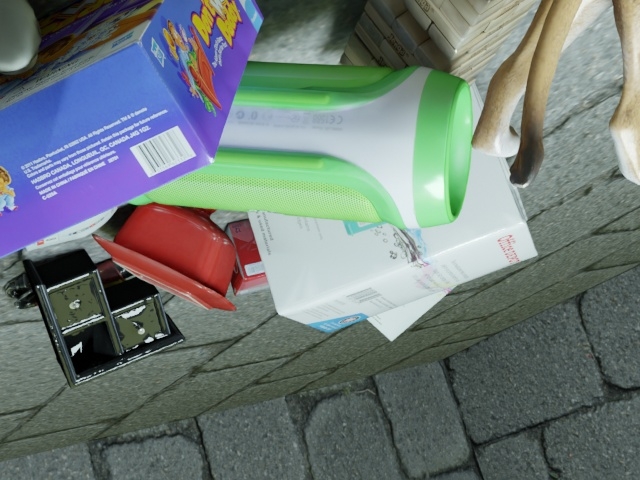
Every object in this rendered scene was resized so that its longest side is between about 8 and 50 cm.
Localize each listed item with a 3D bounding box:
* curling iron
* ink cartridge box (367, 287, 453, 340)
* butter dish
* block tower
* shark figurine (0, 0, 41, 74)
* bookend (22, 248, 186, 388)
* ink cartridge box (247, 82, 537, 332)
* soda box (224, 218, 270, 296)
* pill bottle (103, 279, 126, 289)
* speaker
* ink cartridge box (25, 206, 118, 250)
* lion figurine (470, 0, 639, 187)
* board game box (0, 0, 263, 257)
[{"bbox_3d":[-0.272,0.038,1.331,0.274,0.035,0.068,-15,165,-9],"label":"curling iron"},{"bbox_3d":[0.100,0.009,1.313,0.176,0.128,0.127,-41,130,6],"label":"ink cartridge box"},{"bbox_3d":[-0.160,0.001,1.197,0.159,0.118,0.160,25,171,13],"label":"butter dish"},{"bbox_3d":[0.103,-0.191,0.788,0.097,0.091,0.335,-36,173,-19],"label":"block tower"},{"bbox_3d":[-0.286,-0.132,0.605,0.278,0.166,0.116,-16,136,18],"label":"shark figurine"},{"bbox_3d":[-0.267,0.079,1.280,0.157,0.072,0.156,-21,122,-19],"label":"bookend"},{"bbox_3d":[0.077,-0.041,1.134,0.270,0.197,0.198,-21,165,11],"label":"ink cartridge box"},{"bbox_3d":[0.000,0.000,1.420,0.263,0.084,0.092,-13,164,-17],"label":"soda box"},{"bbox_3d":[-0.283,0.101,1.386,0.065,0.116,0.065,-17,166,-4],"label":"pill bottle"},{"bbox_3d":[-0.037,-0.080,0.801,0.296,0.131,0.131,6,172,17],"label":"speaker"},{"bbox_3d":[-0.226,-0.045,1.068,0.179,0.045,0.145,-11,164,-16],"label":"ink cartridge box"},{"bbox_3d":[0.253,-0.178,0.704,0.392,0.142,0.240,-26,135,-49],"label":"lion figurine"},{"bbox_3d":[-0.218,-0.066,0.671,0.347,0.078,0.233,-23,-154,16],"label":"board game box"}]
